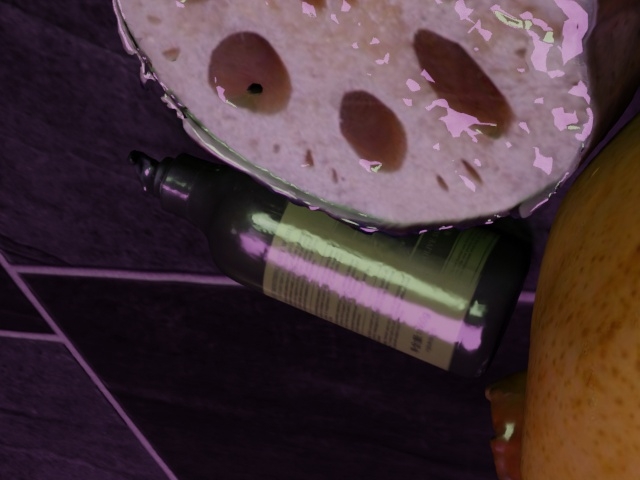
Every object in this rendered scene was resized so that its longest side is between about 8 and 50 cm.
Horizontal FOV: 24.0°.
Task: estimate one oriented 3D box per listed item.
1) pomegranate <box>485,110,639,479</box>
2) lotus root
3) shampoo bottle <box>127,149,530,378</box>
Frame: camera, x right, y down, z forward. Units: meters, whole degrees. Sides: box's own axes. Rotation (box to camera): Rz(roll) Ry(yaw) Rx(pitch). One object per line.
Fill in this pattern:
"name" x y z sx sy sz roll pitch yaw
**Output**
"pomegranate" 0.266 0.092 0.711 0.417 0.416 0.416 19 145 14
"lotus root" 0.045 -0.153 0.742 0.272 0.192 0.272 23 139 22
"shampoo bottle" 0.000 0.000 1.048 0.284 0.101 0.101 22 146 11
